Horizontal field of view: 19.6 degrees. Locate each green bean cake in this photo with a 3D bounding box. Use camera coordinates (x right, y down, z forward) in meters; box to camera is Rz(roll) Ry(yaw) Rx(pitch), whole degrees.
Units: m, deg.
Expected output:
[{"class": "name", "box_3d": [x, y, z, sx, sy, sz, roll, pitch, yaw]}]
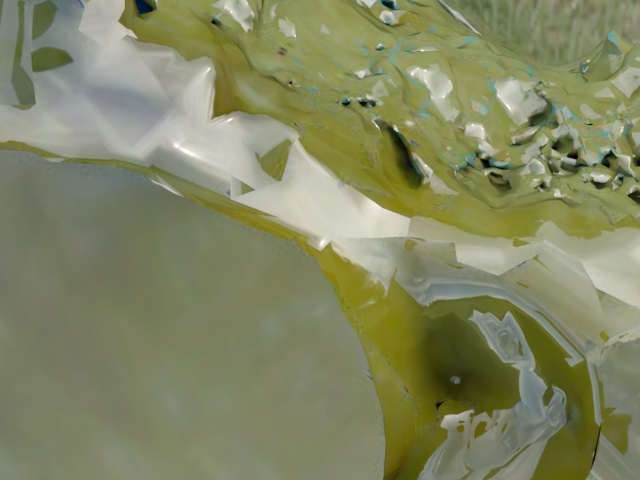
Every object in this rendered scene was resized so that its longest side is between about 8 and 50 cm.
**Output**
[{"class": "green bean cake", "box_3d": [0.000, 0.000, 0.460, 0.285, 0.202, 0.310, -37, 105, 19]}]
